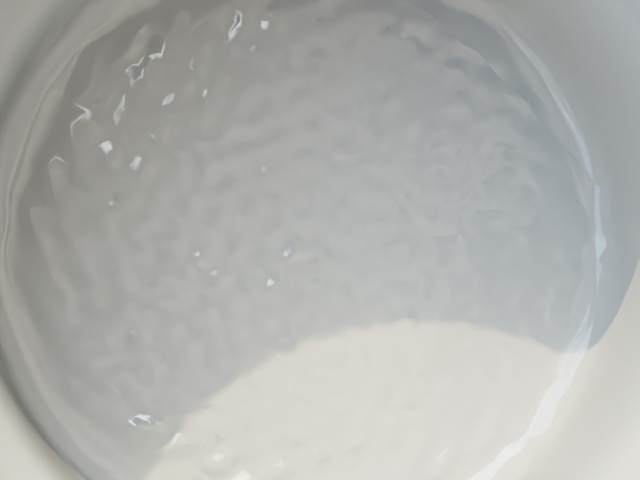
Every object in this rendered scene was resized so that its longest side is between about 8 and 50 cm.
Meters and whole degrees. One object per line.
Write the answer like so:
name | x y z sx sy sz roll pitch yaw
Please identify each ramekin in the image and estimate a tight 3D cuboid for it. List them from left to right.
ramekin | 0.000 0.000 0.606 0.277 0.277 0.135 -63 4 -4
